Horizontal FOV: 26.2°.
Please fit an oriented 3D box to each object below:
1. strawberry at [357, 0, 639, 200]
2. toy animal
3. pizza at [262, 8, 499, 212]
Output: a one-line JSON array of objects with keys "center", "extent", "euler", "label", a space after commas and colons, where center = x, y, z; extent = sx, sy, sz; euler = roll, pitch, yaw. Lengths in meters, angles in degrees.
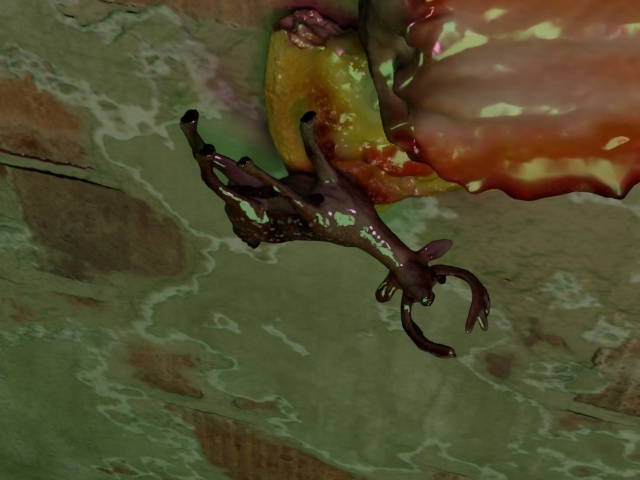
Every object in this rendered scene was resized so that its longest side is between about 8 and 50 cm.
[{"center": [0.195, -0.157, 0.943], "extent": [0.336, 0.149, 0.265], "euler": [0, 139, 8], "label": "strawberry"}, {"center": [0.012, -0.015, 1.183], "extent": [0.243, 0.087, 0.260], "euler": [21, 160, 45], "label": "toy animal"}, {"center": [0.089, -0.090, 1.145], "extent": [0.288, 0.075, 0.280], "euler": [3, 147, 22], "label": "pizza"}]
